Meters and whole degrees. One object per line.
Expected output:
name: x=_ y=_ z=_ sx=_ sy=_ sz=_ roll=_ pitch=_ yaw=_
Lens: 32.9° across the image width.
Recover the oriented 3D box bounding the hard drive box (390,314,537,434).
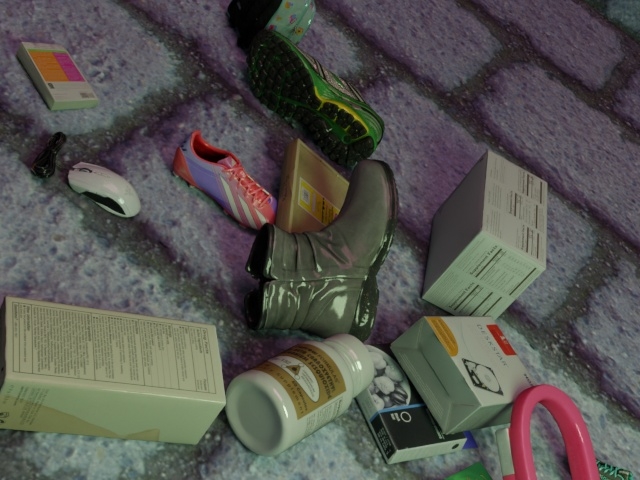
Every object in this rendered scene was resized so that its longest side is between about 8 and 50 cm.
hard drive box: x=0.251 y=0.223 z=1.844 sx=0.232 sy=0.089 sz=0.181 roll=4 pitch=48 yaw=-54

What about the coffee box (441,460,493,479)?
coffee box: x=0.216 y=0.427 z=1.696 sx=0.184 sy=0.040 sz=0.113 roll=-15 pitch=60 yaw=-43

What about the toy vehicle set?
toy vehicle set: x=-0.006 y=-0.050 z=1.985 sx=0.166 sy=0.035 sz=0.267 roll=40 pitch=34 yaw=-28

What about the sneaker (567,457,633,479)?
sneaker: x=0.507 y=0.413 z=1.887 sx=0.166 sy=0.076 sz=0.065 roll=43 pitch=39 yaw=11

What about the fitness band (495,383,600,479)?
fitness band: x=0.381 y=0.380 z=1.772 sx=0.209 sy=0.054 sz=0.291 roll=8 pitch=67 yaw=-41

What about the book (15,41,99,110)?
book: x=-0.473 y=-0.297 z=1.959 sx=0.096 sy=0.035 sz=0.144 roll=-10 pitch=57 yaw=-45

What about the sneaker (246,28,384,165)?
sneaker: x=-0.013 y=-0.300 z=2.230 sx=0.343 sy=0.134 sz=0.146 roll=46 pitch=32 yaw=0

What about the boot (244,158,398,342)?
boot: x=0.000 y=0.000 z=1.818 sx=0.222 sy=0.118 sz=0.338 roll=15 pitch=74 yaw=-25

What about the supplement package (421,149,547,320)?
supplement package: x=0.316 y=-0.002 z=2.075 sx=0.145 sy=0.204 sz=0.262 roll=28 pitch=39 yaw=-11

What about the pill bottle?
pill bottle: x=-0.025 y=0.226 z=1.660 sx=0.131 sy=0.131 sz=0.229 roll=48 pitch=41 yaw=17

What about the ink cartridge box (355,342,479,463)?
ink cartridge box: x=0.156 y=0.264 z=1.819 sx=0.208 sy=0.045 sz=0.206 roll=0 pitch=50 yaw=-37

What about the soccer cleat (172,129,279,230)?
soccer cleat: x=-0.150 y=-0.099 z=1.933 sx=0.248 sy=0.095 sz=0.083 roll=34 pitch=39 yaw=-1

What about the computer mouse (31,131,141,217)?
computer mouse: x=-0.383 y=-0.107 z=1.819 sx=0.193 sy=0.042 sz=0.106 roll=29 pitch=38 yaw=-7

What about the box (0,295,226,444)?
box: x=-0.300 y=0.185 z=1.514 sx=0.311 sy=0.121 sz=0.148 roll=12 pitch=44 yaw=-26

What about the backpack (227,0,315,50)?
backpack: x=-0.094 y=-0.502 z=2.311 sx=0.144 sy=0.188 sz=0.166 roll=5 pitch=47 yaw=-31
